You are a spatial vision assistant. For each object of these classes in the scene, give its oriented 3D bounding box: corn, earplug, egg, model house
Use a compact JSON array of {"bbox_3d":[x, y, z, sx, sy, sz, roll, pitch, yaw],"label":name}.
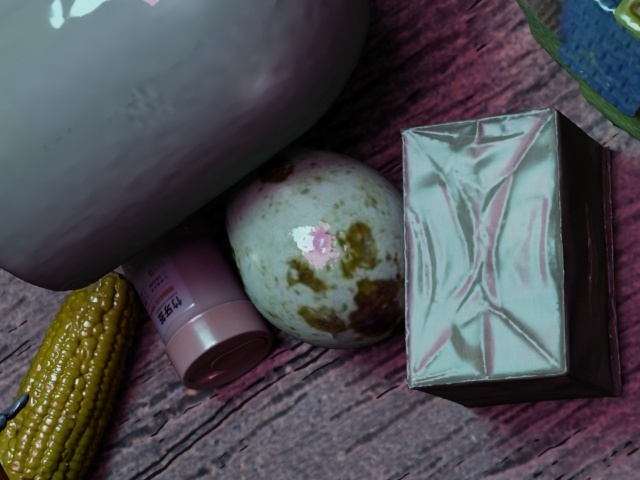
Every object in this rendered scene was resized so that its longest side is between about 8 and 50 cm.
[{"bbox_3d":[-0.250,0.151,1.707,0.097,0.097,0.261,19,86,28],"label":"corn"},{"bbox_3d":[-0.155,-0.180,1.516,0.394,0.313,0.312,-33,66,21],"label":"earplug"},{"bbox_3d":[0.000,0.000,1.580,0.169,0.169,0.231,-49,53,8],"label":"egg"},{"bbox_3d":[0.276,-0.204,1.482,0.195,0.189,0.214,-46,62,12],"label":"model house"}]

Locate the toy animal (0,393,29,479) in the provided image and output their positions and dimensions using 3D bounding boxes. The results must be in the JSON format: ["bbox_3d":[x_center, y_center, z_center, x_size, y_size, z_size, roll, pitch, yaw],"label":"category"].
[{"bbox_3d":[-0.283,0.273,1.585,0.302,0.284,0.225,-12,31,47],"label":"toy animal"}]

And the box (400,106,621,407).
[{"bbox_3d":[0.168,0.020,1.503,0.155,0.149,0.231,-6,76,26],"label":"box"}]

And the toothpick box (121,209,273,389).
[{"bbox_3d":[-0.120,0.055,1.663,0.098,0.098,0.149,-37,64,14],"label":"toothpick box"}]
